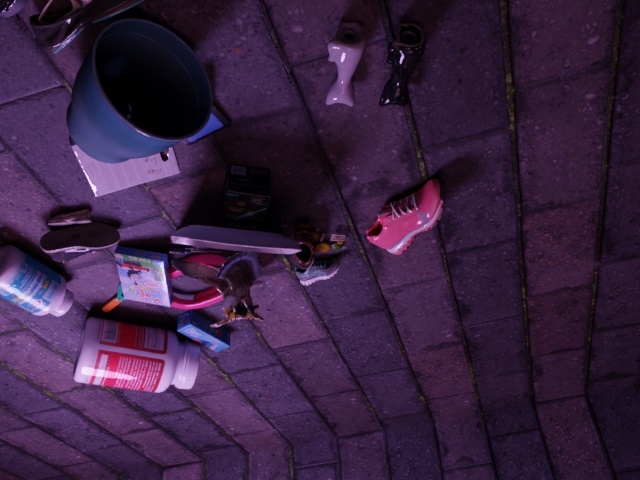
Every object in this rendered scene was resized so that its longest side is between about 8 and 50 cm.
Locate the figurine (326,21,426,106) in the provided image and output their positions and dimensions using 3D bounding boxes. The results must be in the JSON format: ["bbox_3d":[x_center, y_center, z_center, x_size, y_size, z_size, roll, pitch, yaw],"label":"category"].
[{"bbox_3d":[0.116,-0.386,1.434,0.214,0.092,0.209,0,145,-4],"label":"figurine"}]

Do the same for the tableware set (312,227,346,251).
[{"bbox_3d":[0.000,0.000,1.952,0.154,0.024,0.104,2,144,-10],"label":"tableware set"}]

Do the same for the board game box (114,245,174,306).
[{"bbox_3d":[-0.554,0.116,1.976,0.160,0.039,0.212,9,134,5],"label":"board game box"}]

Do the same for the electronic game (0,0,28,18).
[{"bbox_3d":[-0.675,-0.528,1.201,0.229,0.048,0.229,-2,142,-2],"label":"electronic game"}]

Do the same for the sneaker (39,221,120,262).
[{"bbox_3d":[-0.704,0.008,1.862,0.221,0.083,0.118,-5,161,-10],"label":"sneaker"}]

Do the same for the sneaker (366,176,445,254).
[{"bbox_3d":[0.241,-0.070,1.813,0.136,0.116,0.314,16,137,-21],"label":"sneaker"}]

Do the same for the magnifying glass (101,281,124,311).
[{"bbox_3d":[-0.666,0.183,2.114,0.092,0.026,0.231,30,128,-36],"label":"magnifying glass"}]

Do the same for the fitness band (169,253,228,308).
[{"bbox_3d":[-0.406,0.135,2.059,0.290,0.054,0.209,-22,135,20],"label":"fitness band"}]

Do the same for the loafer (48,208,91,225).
[{"bbox_3d":[-0.717,-0.066,1.791,0.125,0.039,0.045,-5,175,5],"label":"loafer"}]

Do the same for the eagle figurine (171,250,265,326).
[{"bbox_3d":[-0.279,0.132,1.889,0.226,0.225,0.298,-32,123,-14],"label":"eagle figurine"}]

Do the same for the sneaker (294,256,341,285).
[{"bbox_3d":[-0.012,0.091,2.033,0.166,0.065,0.076,-26,133,22],"label":"sneaker"}]

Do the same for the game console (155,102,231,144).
[{"bbox_3d":[-0.310,-0.274,1.530,0.143,0.124,0.085,-22,112,20],"label":"game console"}]

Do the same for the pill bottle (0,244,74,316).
[{"bbox_3d":[-0.895,0.137,1.933,0.146,0.146,0.264,-22,139,21],"label":"pill bottle"}]

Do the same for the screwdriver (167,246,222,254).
[{"bbox_3d":[-0.391,0.030,1.955,0.169,0.024,0.025,-2,113,-13],"label":"screwdriver"}]

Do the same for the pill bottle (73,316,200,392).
[{"bbox_3d":[-0.652,0.419,2.242,0.407,0.229,0.229,14,138,-22],"label":"pill bottle"}]

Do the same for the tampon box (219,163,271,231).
[{"bbox_3d":[-0.208,-0.113,1.724,0.120,0.102,0.161,7,141,-13],"label":"tampon box"}]

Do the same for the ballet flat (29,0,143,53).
[{"bbox_3d":[-0.478,-0.472,1.261,0.280,0.095,0.096,-21,127,20],"label":"ballet flat"}]

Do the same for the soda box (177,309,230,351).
[{"bbox_3d":[-0.423,0.332,2.287,0.071,0.067,0.210,-26,136,24],"label":"soda box"}]

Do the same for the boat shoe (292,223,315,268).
[{"bbox_3d":[-0.053,0.036,1.914,0.073,0.073,0.207,-6,146,0],"label":"boat shoe"}]

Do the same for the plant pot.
[{"bbox_3d":[-0.419,-0.294,1.366,0.271,0.272,0.255,28,145,-34],"label":"plant pot"}]

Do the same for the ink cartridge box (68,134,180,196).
[{"bbox_3d":[-0.502,-0.221,1.618,0.232,0.066,0.189,-21,143,-13],"label":"ink cartridge box"}]

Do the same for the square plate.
[{"bbox_3d":[-0.248,-0.001,1.785,0.343,0.049,0.347,7,176,-12],"label":"square plate"}]
